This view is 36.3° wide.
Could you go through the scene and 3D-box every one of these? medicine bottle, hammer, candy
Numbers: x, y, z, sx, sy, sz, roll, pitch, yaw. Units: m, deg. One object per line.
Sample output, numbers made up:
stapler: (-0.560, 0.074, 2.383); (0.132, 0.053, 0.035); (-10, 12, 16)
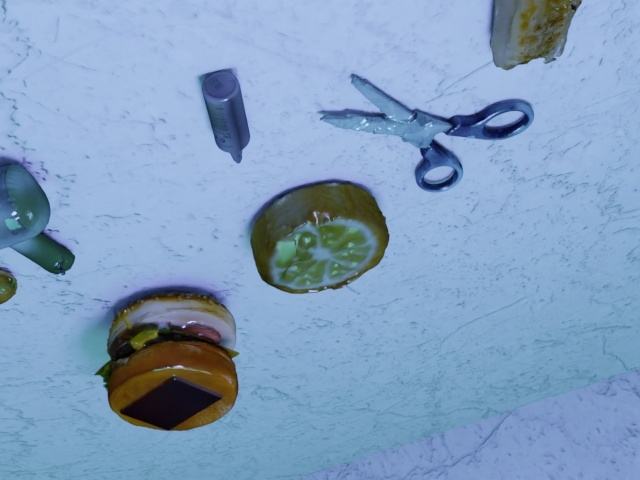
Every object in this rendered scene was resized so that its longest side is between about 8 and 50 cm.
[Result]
medicine bottle: (-0.139, -0.175, 1.491); (0.057, 0.058, 0.199); (-13, 151, -4)
hammer: (-0.494, -0.001, 1.588); (0.206, 0.119, 0.335); (-18, 157, 8)
candy: (0.000, 0.000, 1.797); (0.259, 0.118, 0.260); (-13, 149, -8)

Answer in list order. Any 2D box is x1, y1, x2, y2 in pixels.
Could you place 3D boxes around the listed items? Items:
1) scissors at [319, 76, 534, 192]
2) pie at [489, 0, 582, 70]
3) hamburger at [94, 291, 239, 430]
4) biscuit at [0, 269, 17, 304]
scissors: (0.166, -0.190, 1.637); (0.383, 0.029, 0.256); (15, 138, -40)
pie: (0.311, -0.340, 1.404); (0.128, 0.068, 0.282); (-13, 151, -1)
hamburger: (-0.296, 0.236, 1.953); (0.290, 0.225, 0.291); (-8, 143, -6)
biscuit: (-0.666, 0.098, 1.745); (0.247, 0.029, 0.118); (-13, 144, -3)
